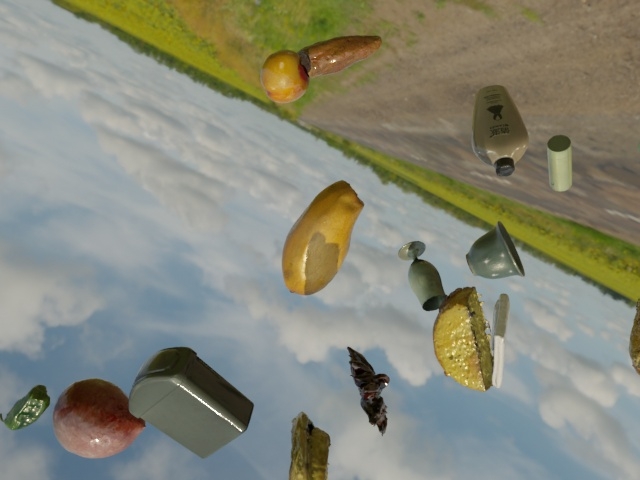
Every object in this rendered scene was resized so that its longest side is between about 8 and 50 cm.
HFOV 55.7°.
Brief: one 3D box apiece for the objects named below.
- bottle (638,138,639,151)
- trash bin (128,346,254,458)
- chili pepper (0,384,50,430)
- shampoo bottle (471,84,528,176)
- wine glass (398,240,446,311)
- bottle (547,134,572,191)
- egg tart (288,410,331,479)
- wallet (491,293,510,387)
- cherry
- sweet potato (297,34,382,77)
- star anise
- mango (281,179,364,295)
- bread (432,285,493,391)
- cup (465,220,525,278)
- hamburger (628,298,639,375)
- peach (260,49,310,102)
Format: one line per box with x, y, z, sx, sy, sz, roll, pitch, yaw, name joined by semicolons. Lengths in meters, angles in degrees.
0.888;-0.281;1.651;0.030;0.030;0.083;36;149;42;bottle
-0.276;0.332;1.255;0.236;0.176;0.101;42;-154;-16;trash bin
-0.780;0.455;1.589;0.072;0.204;0.073;40;-152;-21;chili pepper
0.416;-0.255;1.420;0.127;0.257;0.078;-7;145;12;shampoo bottle
0.298;0.104;1.756;0.092;0.093;0.202;20;-143;-38;wine glass
0.752;-0.240;1.903;0.072;0.072;0.201;34;166;37;bottle
-0.024;0.523;1.345;0.094;0.279;0.279;0;-169;-1;egg tart
0.359;0.201;1.218;0.031;0.183;0.124;5;-132;16;wallet
-0.631;0.513;1.714;0.239;0.240;0.206;32;-145;29;cherry
0.052;-0.518;1.689;0.251;0.097;0.097;-14;-168;0;sweet potato
0.156;0.422;1.748;0.272;0.102;0.272;-23;-90;-85;star anise
-0.002;-0.002;1.626;0.186;0.360;0.144;-2;-145;-36;mango
0.365;0.259;1.582;0.147;0.261;0.160;-9;-170;28;bread
0.564;0.054;2.000;0.199;0.149;0.199;50;-154;-35;cup
0.790;0.175;1.208;0.174;0.284;0.304;31;162;-30;hamburger
-0.097;-0.436;1.624;0.138;0.138;0.138;27;-171;-5;peach
